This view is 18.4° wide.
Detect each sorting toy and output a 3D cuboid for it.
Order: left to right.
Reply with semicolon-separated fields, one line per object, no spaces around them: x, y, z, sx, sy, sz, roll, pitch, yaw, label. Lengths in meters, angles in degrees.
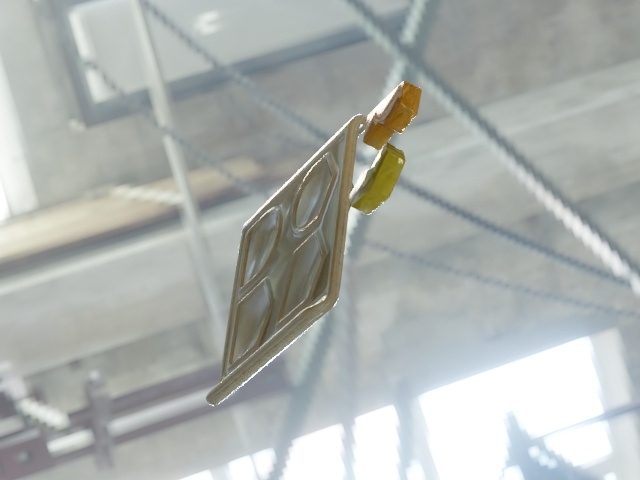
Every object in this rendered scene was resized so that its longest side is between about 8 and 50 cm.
0.000;0.000;1.752;0.307;0.041;0.229;-42;-152;48;sorting toy
